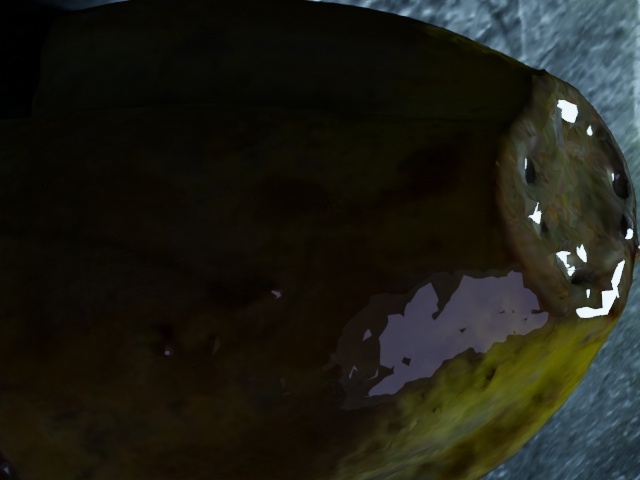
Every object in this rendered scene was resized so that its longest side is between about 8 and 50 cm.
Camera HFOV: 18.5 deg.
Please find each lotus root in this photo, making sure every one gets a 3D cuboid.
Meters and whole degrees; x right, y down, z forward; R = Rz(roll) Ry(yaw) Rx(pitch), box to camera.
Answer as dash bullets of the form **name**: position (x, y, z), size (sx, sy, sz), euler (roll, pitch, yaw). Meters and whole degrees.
- **lotus root**: position (0.000, -0.001, 0.636), size (0.199, 0.180, 0.188), euler (20, 61, -53)

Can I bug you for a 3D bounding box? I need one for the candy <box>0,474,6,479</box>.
- **candy**: position (-0.139, 0.147, 0.591), size (0.088, 0.146, 0.276), euler (-33, -178, 31)
